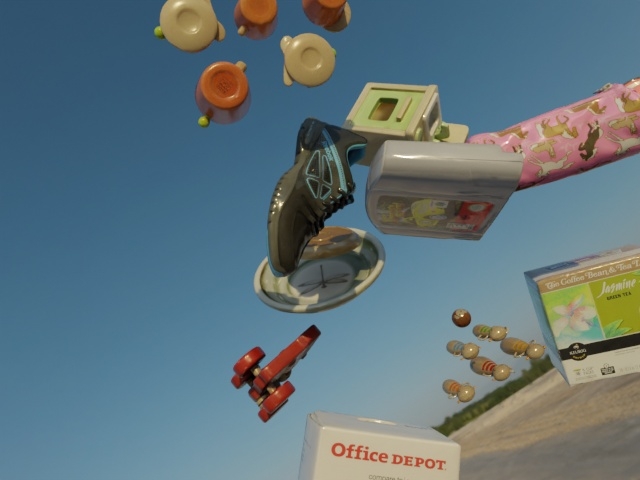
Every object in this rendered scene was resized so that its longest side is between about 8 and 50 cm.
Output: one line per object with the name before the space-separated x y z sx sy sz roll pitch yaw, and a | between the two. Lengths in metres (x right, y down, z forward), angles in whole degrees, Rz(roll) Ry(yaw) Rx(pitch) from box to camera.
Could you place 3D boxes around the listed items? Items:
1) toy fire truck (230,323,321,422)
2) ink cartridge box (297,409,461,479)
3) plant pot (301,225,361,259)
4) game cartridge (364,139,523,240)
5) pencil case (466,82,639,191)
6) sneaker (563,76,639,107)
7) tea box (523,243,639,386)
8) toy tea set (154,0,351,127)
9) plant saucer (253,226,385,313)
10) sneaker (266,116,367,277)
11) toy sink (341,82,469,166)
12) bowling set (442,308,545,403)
toy fire truck | -0.120 0.389 1.383 0.254 0.169 0.302 -35 -17 -30
ink cartridge box | 0.066 0.396 0.620 0.201 0.278 0.117 10 -14 -7
plant pot | 0.000 0.000 1.315 0.236 0.236 0.032 -17 -70 -29
game cartridge | 0.167 -0.061 0.692 0.196 0.060 0.294 8 -14 12
pencil case | 0.536 -0.223 1.073 0.386 0.167 0.160 -19 -22 20
sneaker | 0.750 -0.299 1.150 0.314 0.136 0.116 -22 -32 8
tea box | 0.832 0.212 1.351 0.329 0.323 0.220 -19 -1 15
toy tea set | -0.094 -0.327 0.781 0.336 0.200 0.124 -20 9 -12
plant saucer | 0.003 0.105 1.368 0.401 0.400 0.100 -25 -58 -15
sneaker | -0.007 -0.085 0.854 0.140 0.340 0.125 15 -22 5
toy sink | 0.190 -0.249 1.007 0.152 0.234 0.131 -61 -31 -22
bowling set | 0.426 0.289 1.233 0.287 0.199 0.154 -33 2 -12
